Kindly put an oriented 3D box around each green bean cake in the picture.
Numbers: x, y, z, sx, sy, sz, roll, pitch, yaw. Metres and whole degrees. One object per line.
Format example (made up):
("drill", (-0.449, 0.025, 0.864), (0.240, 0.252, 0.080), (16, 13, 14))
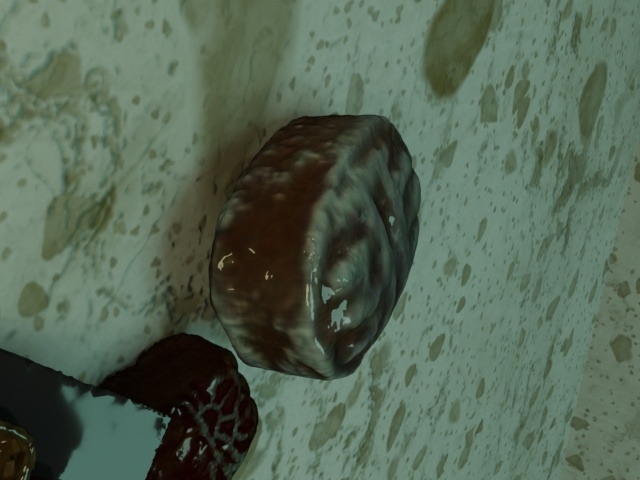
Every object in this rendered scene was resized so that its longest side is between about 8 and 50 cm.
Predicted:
("green bean cake", (-0.153, 0.183, 0.743), (0.233, 0.097, 0.199), (-49, 143, -32))

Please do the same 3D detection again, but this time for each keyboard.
("keyboard", (-0.204, 0.120, 0.605), (0.196, 0.015, 0.074), (27, 76, -23))

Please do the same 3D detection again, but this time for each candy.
("candy", (0.000, 0.000, 0.823), (0.290, 0.157, 0.214), (-58, 147, -49))

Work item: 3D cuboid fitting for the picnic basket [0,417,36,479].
("picnic basket", (-0.274, 0.135, 0.517), (0.193, 0.054, 0.110), (26, 83, -36))
